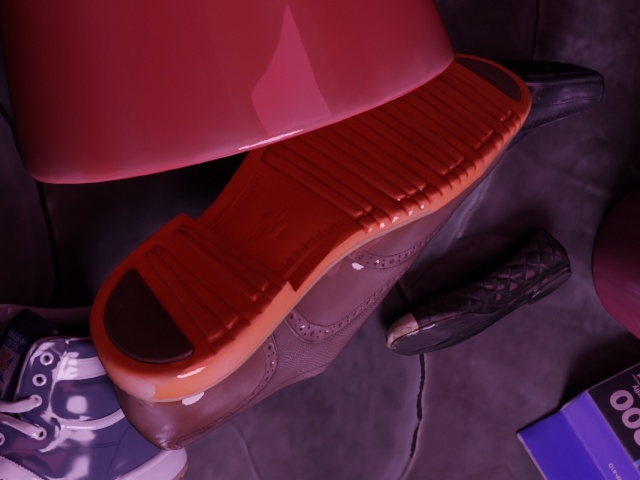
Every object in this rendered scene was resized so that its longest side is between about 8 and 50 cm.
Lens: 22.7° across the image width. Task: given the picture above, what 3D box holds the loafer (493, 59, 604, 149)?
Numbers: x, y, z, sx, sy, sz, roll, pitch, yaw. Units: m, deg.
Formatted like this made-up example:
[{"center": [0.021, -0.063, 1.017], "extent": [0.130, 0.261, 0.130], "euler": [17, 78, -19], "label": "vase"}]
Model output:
[{"center": [0.112, -0.088, 1.195], "extent": [0.223, 0.076, 0.078], "euler": [-13, 109, -22], "label": "loafer"}]

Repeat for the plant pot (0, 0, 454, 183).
[{"center": [-0.081, -0.189, 0.936], "extent": [0.275, 0.275, 0.243], "euler": [-23, 106, -24], "label": "plant pot"}]

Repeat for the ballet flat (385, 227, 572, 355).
[{"center": [0.121, 0.044, 1.254], "extent": [0.173, 0.049, 0.057], "euler": [-24, 157, -23], "label": "ballet flat"}]

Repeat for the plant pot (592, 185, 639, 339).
[{"center": [0.324, 0.030, 1.281], "extent": [0.201, 0.180, 0.201], "euler": [-8, 105, -29], "label": "plant pot"}]

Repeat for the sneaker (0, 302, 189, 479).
[{"center": [-0.224, 0.142, 1.032], "extent": [0.282, 0.099, 0.153], "euler": [-28, 119, -30], "label": "sneaker"}]

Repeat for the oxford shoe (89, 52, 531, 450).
[{"center": [0.000, 0.000, 1.079], "extent": [0.363, 0.130, 0.133], "euler": [-36, 147, -22], "label": "oxford shoe"}]

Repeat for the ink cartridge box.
[{"center": [0.301, 0.197, 1.316], "extent": [0.208, 0.045, 0.206], "euler": [-24, 71, -23], "label": "ink cartridge box"}]
